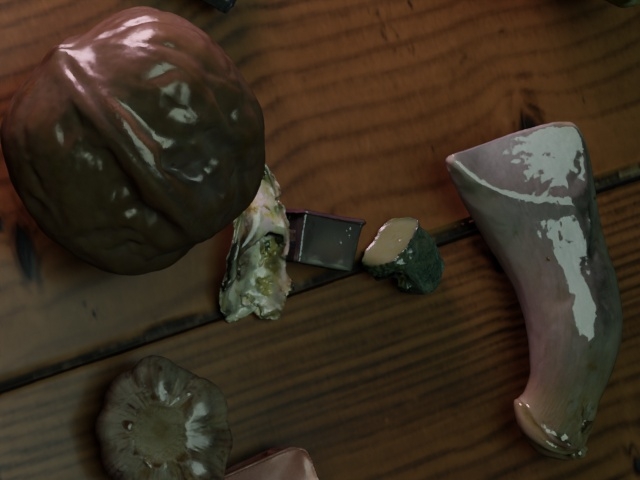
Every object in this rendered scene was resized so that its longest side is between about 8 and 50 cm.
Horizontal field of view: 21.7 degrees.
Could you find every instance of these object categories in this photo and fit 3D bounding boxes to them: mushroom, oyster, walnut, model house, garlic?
[{"bbox_3d":[0.275,0.064,2.002,0.177,0.126,0.397,-18,94,-18],"label":"mushroom"},{"bbox_3d":[-0.071,-0.002,1.870,0.106,0.061,0.200,21,83,-27],"label":"oyster"},{"bbox_3d":[-0.189,-0.105,1.711,0.273,0.273,0.227,36,37,-20],"label":"walnut"},{"bbox_3d":[0.101,0.028,1.955,0.083,0.066,0.078,53,52,-33],"label":"model house"},{"bbox_3d":[-0.163,0.205,1.761,0.147,0.102,0.159,-32,81,-5],"label":"garlic"}]

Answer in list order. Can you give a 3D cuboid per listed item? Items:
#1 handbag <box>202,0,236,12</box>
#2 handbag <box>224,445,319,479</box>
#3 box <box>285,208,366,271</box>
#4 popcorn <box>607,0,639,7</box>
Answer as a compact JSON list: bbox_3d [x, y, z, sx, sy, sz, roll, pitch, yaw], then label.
[{"bbox_3d":[-0.142,-0.401,1.857,0.175,0.089,0.270,17,77,-33],"label":"handbag"},{"bbox_3d":[-0.055,0.344,1.830,0.157,0.059,0.212,-22,94,-29],"label":"handbag"},{"bbox_3d":[0.000,0.000,1.898,0.085,0.060,0.063,9,85,-28],"label":"box"},{"bbox_3d":[0.331,-0.449,1.992,0.312,0.312,0.312,3,83,-28],"label":"popcorn"}]
